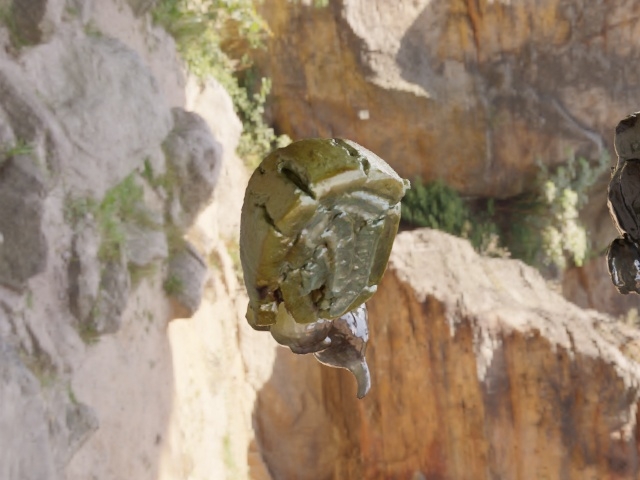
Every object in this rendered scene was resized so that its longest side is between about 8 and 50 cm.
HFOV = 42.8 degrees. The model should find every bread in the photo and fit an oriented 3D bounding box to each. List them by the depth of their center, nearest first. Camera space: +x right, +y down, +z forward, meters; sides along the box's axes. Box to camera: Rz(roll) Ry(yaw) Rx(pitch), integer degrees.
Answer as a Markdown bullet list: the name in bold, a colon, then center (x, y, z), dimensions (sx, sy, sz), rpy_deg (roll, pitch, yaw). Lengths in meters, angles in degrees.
- **bread**: center (0.000, 0.000, 0.601), dimensions (0.064, 0.118, 0.156), rpy_deg (-122, -152, -44)

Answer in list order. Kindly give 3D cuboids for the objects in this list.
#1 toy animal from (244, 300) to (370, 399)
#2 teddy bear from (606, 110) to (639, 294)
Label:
- **toy animal**: center (-0.010, 0.099, 1.093), dimensions (0.233, 0.121, 0.168), rpy_deg (48, 16, -47)
- **teddy bear**: center (0.340, -0.068, 0.715), dimensions (0.251, 0.171, 0.144), rpy_deg (-28, 86, -43)
